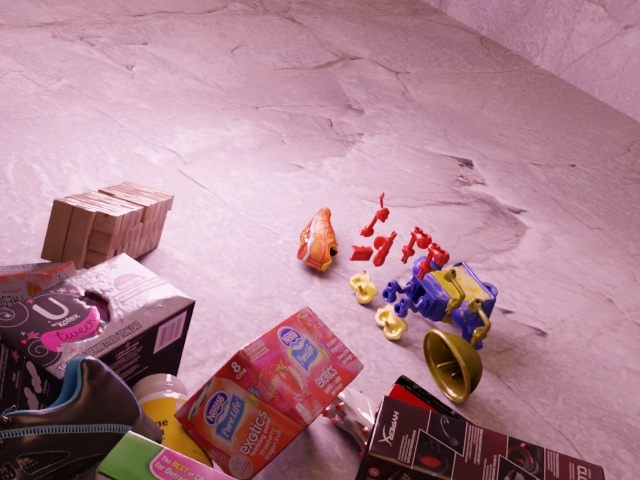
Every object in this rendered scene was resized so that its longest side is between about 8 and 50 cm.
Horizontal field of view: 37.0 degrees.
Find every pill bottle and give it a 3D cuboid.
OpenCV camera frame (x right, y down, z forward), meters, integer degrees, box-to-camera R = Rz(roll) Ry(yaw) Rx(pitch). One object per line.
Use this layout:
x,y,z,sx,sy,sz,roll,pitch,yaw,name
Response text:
-0.189,0.251,1.171,0.103,0.103,0.184,3,32,-20,pill bottle

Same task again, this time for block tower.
-0.319,-0.025,1.481,0.091,0.097,0.335,17,11,4,block tower

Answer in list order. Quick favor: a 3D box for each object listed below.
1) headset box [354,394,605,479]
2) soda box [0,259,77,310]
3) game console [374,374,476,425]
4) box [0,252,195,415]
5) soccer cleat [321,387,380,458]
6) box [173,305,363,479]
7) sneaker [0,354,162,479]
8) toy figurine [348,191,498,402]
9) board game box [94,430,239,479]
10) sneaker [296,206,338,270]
0.175,0.330,1.093,0.293,0.218,0.110,18,31,4,headset box
-0.413,0.068,1.330,0.183,0.063,0.058,-4,16,37,soda box
0.146,0.262,1.328,0.144,0.124,0.085,35,73,8,game console
-0.303,0.145,1.234,0.142,0.163,0.247,30,33,20,box
0.076,0.264,1.311,0.076,0.068,0.196,-4,32,-34,soccer cleat
-0.057,0.189,1.216,0.122,0.128,0.257,47,19,6,box
-0.330,0.257,1.000,0.125,0.140,0.341,-17,18,48,sneaker
0.230,0.086,1.567,0.217,0.191,0.362,0,34,-33,toy figurine
-0.078,0.350,0.924,0.316,0.242,0.064,22,30,9,board game box
0.000,0.000,1.734,0.067,0.064,0.175,31,33,-12,sneaker
